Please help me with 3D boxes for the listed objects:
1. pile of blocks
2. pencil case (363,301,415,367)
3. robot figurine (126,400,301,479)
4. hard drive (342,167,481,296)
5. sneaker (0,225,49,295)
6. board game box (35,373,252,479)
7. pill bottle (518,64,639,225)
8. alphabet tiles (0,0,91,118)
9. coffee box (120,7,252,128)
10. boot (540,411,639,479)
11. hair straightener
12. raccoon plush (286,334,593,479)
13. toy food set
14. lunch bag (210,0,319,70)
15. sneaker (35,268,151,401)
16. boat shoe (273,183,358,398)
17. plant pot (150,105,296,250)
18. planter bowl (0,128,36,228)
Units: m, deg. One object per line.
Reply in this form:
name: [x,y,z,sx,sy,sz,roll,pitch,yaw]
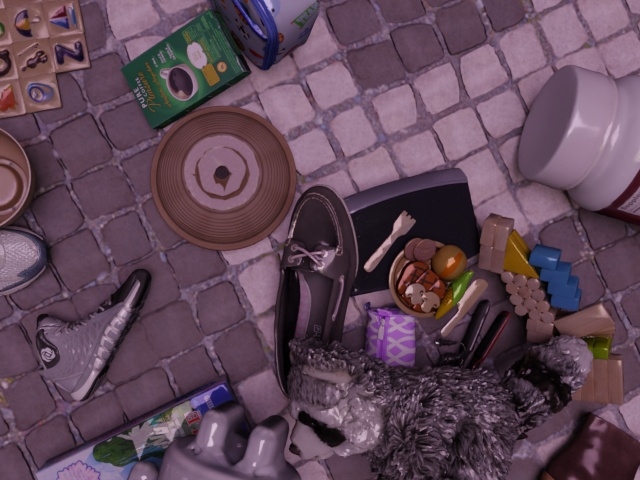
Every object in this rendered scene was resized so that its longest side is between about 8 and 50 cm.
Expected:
pile of blocks: [0.394,0.095,1.071,0.149,0.112,0.362,-28,96,36]
pencil case: [0.109,0.206,1.057,0.086,0.088,0.206,2,90,14]
robot figurine: [-0.148,0.411,0.905,0.299,0.200,0.354,14,87,13]
hard drive: [0.138,-0.011,1.058,0.254,0.054,0.172,-17,103,-13]
sneaker: [-0.558,0.038,0.972,0.282,0.122,0.110,-6,90,-6]
board game box: [-0.227,0.427,1.030,0.317,0.066,0.319,-26,92,-6]
pill bottle: [0.540,-0.130,1.042,0.391,0.224,0.224,17,87,-5]
alphabet tiles: [-0.553,-0.331,1.034,0.342,0.011,0.285,-11,91,-6]
coffee box: [-0.213,-0.267,1.023,0.184,0.040,0.113,-29,92,17]
boot: [0.500,0.436,1.095,0.248,0.090,0.207,35,88,-1]
hair straightener: [0.225,0.198,1.099,0.089,0.047,0.230,32,90,-5]
raccoon plush: [0.153,0.191,0.956,0.446,0.216,0.299,-36,93,-30]
toy food set: [0.170,0.058,1.020,0.192,0.038,0.132,39,87,-13]
lunch bag: [-0.125,-0.418,0.965,0.115,0.243,0.303,-35,94,-6]
sneaker: [-0.368,0.126,1.012,0.132,0.086,0.229,28,87,-3]
boat shoe: [-0.012,0.086,0.991,0.112,0.095,0.335,10,108,20]
plant pot: [-0.153,-0.102,1.025,0.237,0.110,0.238,0,88,-6]
planter bowl: [-0.505,-0.087,0.985,0.162,0.109,0.162,0,86,-6]
